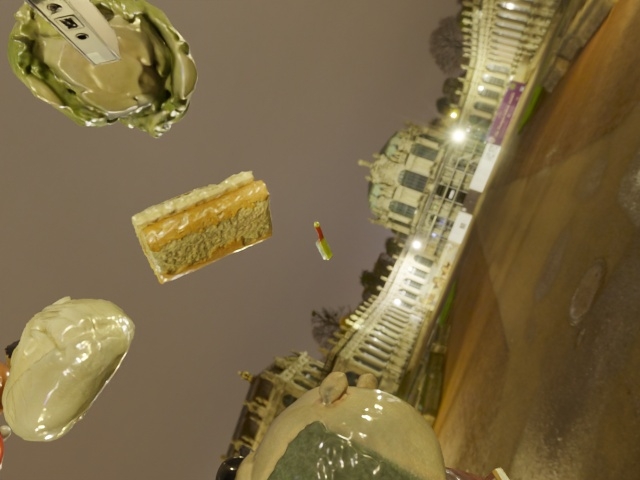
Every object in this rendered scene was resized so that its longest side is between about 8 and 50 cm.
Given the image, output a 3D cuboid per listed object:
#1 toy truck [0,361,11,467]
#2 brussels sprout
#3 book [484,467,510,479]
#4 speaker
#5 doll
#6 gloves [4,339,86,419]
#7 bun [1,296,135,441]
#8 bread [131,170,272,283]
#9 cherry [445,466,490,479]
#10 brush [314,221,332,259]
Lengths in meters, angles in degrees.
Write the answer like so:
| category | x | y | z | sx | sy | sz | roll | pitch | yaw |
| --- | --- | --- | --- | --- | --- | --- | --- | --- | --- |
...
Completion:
| category | x | y | z | sx | sy | sz | roll | pitch | yaw |
| --- | --- | --- | --- | --- | --- | --- | --- | --- | --- |
| toy truck | -0.640 | 0.352 | 0.791 | 0.189 | 0.264 | 0.239 | -38 | -5 | 35 |
| brussels sprout | -0.546 | -0.474 | 1.168 | 0.342 | 0.426 | 0.361 | -62 | 30 | 23 |
| book | 0.491 | 0.793 | 1.082 | 0.032 | 0.388 | 0.268 | -6 | -47 | -27 |
| speaker | -0.286 | -0.262 | 0.502 | 0.191 | 0.040 | 0.046 | 108 | 150 | -85 |
| doll | -0.018 | 0.319 | 0.496 | 0.349 | 0.248 | 0.247 | -61 | -15 | -2 |
| gloves | -0.759 | 0.419 | 1.222 | 0.155 | 0.203 | 0.356 | -67 | -17 | -52 |
| bun | -0.394 | 0.182 | 0.684 | 0.229 | 0.145 | 0.229 | -46 | 18 | 19 |
| bread | -0.326 | -0.035 | 1.304 | 0.376 | 0.165 | 0.236 | -27 | -33 | -21 |
| cherry | 0.200 | 0.447 | 0.646 | 0.239 | 0.240 | 0.205 | 75 | -150 | -66 |
| brush | 0.000 | 0.000 | 0.884 | 0.019 | 0.021 | 0.083 | -47 | -56 | -42 |
